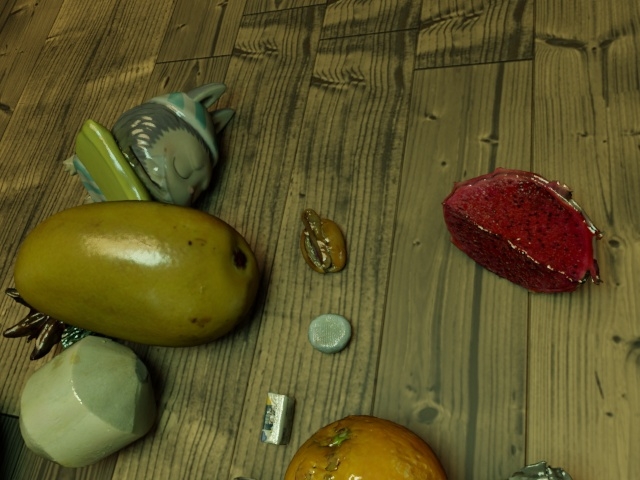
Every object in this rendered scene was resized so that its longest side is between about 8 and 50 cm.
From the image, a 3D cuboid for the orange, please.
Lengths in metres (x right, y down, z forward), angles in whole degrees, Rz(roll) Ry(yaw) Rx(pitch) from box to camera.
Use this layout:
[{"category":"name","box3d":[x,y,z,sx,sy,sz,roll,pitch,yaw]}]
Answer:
[{"category":"orange","box3d":[0.065,0.377,0.704,0.246,0.246,0.246,-8,65,17]}]

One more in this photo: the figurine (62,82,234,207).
[{"category":"figurine","box3d":[-0.355,-0.204,1.166,0.378,0.266,0.361,-34,26,-33]}]

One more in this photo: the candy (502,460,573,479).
[{"category":"candy","box3d":[0.281,0.401,0.644,0.137,0.185,0.195,-17,63,7]}]

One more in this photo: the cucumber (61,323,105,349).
[{"category":"cucumber","box3d":[-0.439,0.146,1.050,0.074,0.074,0.241,33,57,28]}]

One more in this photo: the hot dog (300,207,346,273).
[{"category":"hot dog","box3d":[0.002,0.000,0.989,0.090,0.060,0.140,-13,60,9]}]

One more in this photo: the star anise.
[{"category":"star anise","box3d":[-0.565,0.162,1.111,0.272,0.102,0.271,5,58,-8]}]

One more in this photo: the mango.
[{"category":"mango","box3d":[-0.340,0.064,0.924,0.446,0.300,0.232,3,44,0]}]

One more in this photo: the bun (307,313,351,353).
[{"category":"bun","box3d":[0.018,0.173,0.916,0.083,0.045,0.083,-6,66,14]}]

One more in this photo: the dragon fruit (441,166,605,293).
[{"category":"dragon fruit","box3d":[0.351,-0.021,0.845,0.274,0.126,0.161,34,72,19]}]

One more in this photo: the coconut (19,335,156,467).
[{"category":"coconut","box3d":[-0.417,0.293,0.923,0.241,0.241,0.241,-8,65,17]}]

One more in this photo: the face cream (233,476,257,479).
[{"category":"face cream","box3d":[-0.157,0.566,0.776,0.102,0.102,0.345,14,73,24]}]

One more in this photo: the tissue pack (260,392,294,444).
[{"category":"tissue pack","box3d":[-0.075,0.317,0.876,0.042,0.062,0.083,2,69,18]}]
